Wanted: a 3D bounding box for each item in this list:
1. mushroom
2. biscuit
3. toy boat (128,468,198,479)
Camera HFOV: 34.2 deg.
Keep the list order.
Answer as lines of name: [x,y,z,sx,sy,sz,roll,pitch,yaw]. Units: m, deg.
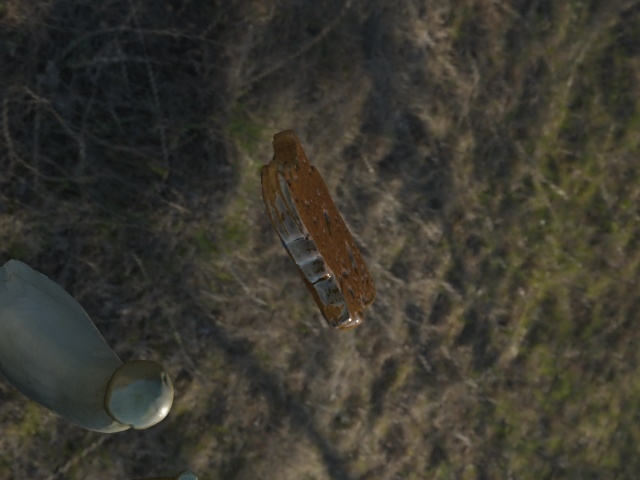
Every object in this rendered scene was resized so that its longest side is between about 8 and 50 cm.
mushroom: [-0.235,0.118,0.997,0.103,0.270,0.118,-35,136,-35]
biscuit: [0.000,0.000,0.932,0.280,0.043,0.183,53,22,-66]
toy boat: [-0.118,0.213,0.603,0.226,0.088,0.068,-58,-179,39]
